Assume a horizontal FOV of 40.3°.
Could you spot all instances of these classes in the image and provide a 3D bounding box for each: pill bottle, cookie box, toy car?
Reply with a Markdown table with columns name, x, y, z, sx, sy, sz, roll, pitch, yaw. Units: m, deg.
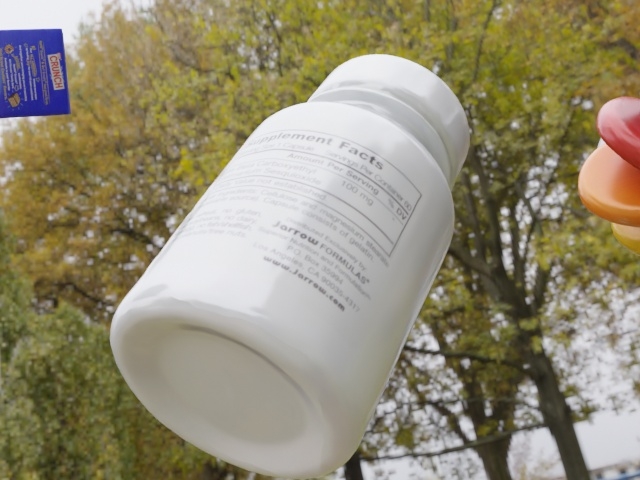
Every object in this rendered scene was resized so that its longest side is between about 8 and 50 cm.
| name | x | y | z | sx | sy | sz | roll | pitch | yaw |
| --- | --- | --- | --- | --- | --- | --- | --- | --- | --- |
| pill bottle | 0.000 | 0.000 | 0.476 | 0.131 | 0.229 | 0.131 | 17 | -43 | 16 |
| cookie box | -0.320 | -0.173 | 0.907 | 0.107 | 0.091 | 0.040 | -6 | 14 | -17 |
| toy car | 0.257 | -0.071 | 0.589 | 0.136 | 0.159 | 0.182 | 32 | -62 | -31 |
